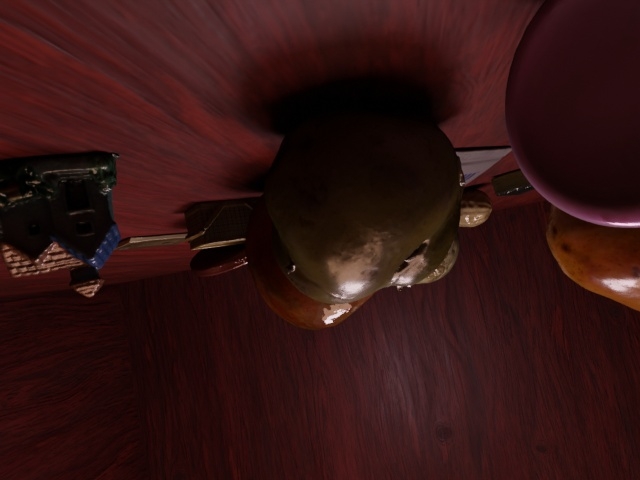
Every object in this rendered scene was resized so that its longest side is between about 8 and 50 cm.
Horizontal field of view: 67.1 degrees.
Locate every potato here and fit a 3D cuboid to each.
[{"bbox_3d":[0.070,-0.047,0.580,0.202,0.218,0.350,32,-155,29],"label":"potato"}]

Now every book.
[{"bbox_3d":[-0.450,0.002,1.313,0.198,0.016,0.138,-7,175,-45],"label":"book"}]

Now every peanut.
[{"bbox_3d":[0.435,-0.096,1.578,0.136,0.121,0.298,-3,175,-33],"label":"peanut"}]

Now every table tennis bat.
[{"bbox_3d":[-0.221,0.004,1.216,0.268,0.051,0.414,-35,-161,-29],"label":"table tennis bat"}]

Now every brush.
[{"bbox_3d":[0.577,-0.167,1.300,0.123,0.059,0.197,-10,177,-37],"label":"brush"}]

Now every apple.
[{"bbox_3d":[0.000,0.000,0.850,0.301,0.302,0.301,-10,177,-1],"label":"apple"}]

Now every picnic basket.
[{"bbox_3d":[-0.188,-0.034,0.985,0.164,0.080,0.115,-8,177,-32],"label":"picnic basket"}]

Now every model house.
[{"bbox_3d":[-0.289,-0.007,0.537,0.148,0.149,0.119,-11,176,-24],"label":"model house"}]

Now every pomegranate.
[{"bbox_3d":[0.611,-0.052,0.888,0.409,0.411,0.410,-10,177,-1],"label":"pomegranate"}]

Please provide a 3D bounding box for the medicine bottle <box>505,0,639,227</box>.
[{"bbox_3d":[0.304,-0.112,0.369,0.290,0.178,0.178,-8,176,-29],"label":"medicine bottle"}]

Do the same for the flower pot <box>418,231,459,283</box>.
[{"bbox_3d":[0.344,0.014,1.825,0.243,0.308,0.307,9,166,-36],"label":"flower pot"}]

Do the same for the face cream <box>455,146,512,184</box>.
[{"bbox_3d":[0.182,-0.099,1.041,0.234,0.137,0.420,-7,164,-30],"label":"face cream"}]
